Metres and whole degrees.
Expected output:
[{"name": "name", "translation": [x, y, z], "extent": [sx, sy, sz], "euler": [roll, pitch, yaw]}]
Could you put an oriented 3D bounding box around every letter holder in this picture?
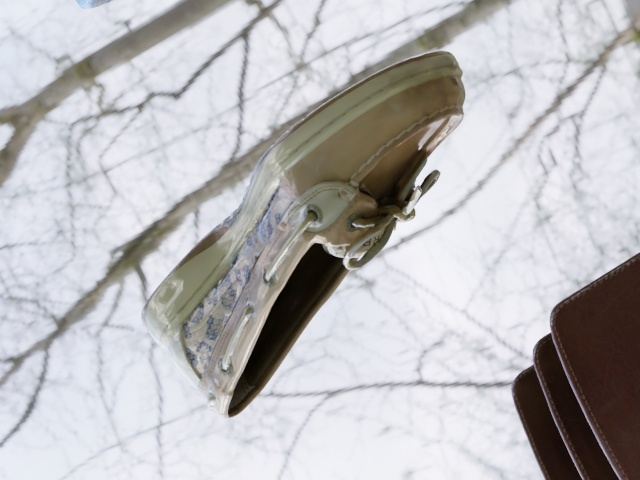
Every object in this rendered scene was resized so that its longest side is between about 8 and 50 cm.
[{"name": "letter holder", "translation": [0.287, 0.191, 1.095], "extent": [0.302, 0.214, 0.152], "euler": [63, -165, 23]}]

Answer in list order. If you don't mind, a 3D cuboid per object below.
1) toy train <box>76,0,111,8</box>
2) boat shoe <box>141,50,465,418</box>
[{"name": "toy train", "translation": [-0.034, -0.134, 0.267], "extent": [0.080, 0.184, 0.105], "euler": [-34, -97, -29]}, {"name": "boat shoe", "translation": [0.000, 0.000, 0.786], "extent": [0.104, 0.285, 0.089], "euler": [-15, -114, -48]}]
